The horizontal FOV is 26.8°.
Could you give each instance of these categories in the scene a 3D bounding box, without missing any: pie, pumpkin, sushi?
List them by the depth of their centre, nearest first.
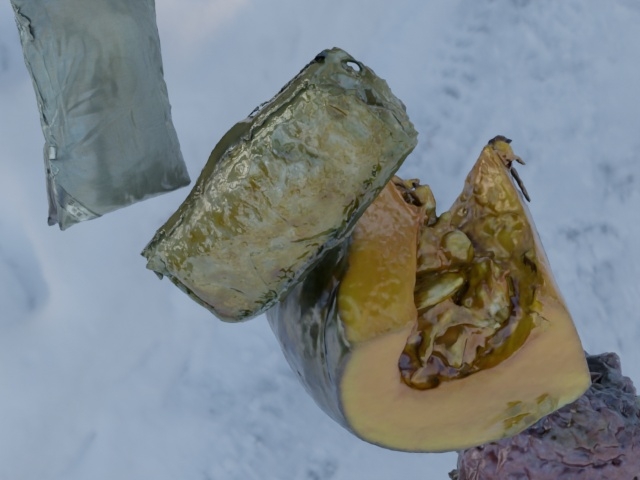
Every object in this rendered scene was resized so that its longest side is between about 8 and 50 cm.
[{"bbox_3d":[-0.040,-0.030,1.092,0.282,0.128,0.068,-45,14,36],"label":"pie"},{"bbox_3d":[0.097,0.056,1.267,0.303,0.256,0.225,-6,49,-14],"label":"pumpkin"},{"bbox_3d":[0.284,0.216,1.565,0.236,0.270,0.171,13,103,8],"label":"sushi"}]

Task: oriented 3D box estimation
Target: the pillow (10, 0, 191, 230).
[{"bbox_3d":[-0.193,-0.137,1.180,0.050,0.148,0.230,8,112,45],"label":"pillow"}]
